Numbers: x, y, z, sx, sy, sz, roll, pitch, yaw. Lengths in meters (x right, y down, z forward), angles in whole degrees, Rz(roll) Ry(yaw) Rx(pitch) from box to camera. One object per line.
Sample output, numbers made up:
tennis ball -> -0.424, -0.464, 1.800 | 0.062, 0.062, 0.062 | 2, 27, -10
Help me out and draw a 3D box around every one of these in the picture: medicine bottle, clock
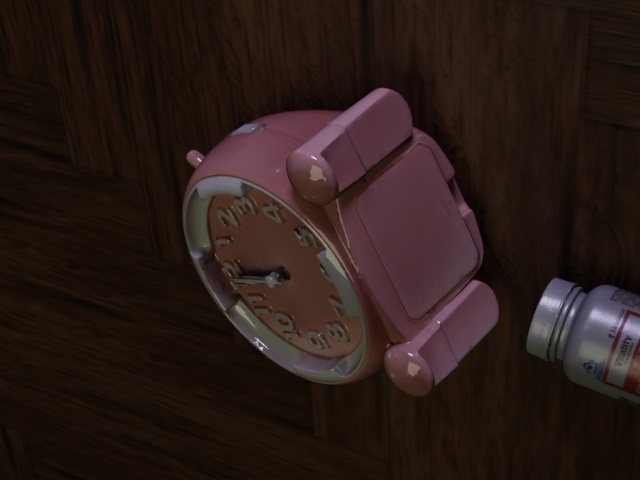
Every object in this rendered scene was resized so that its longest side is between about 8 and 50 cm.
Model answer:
medicine bottle -> 0.229, 0.079, 0.938 | 0.140, 0.079, 0.079 | 21, 132, 21
clock -> 0.000, 0.000, 1.011 | 0.241, 0.142, 0.227 | -5, 118, 48
